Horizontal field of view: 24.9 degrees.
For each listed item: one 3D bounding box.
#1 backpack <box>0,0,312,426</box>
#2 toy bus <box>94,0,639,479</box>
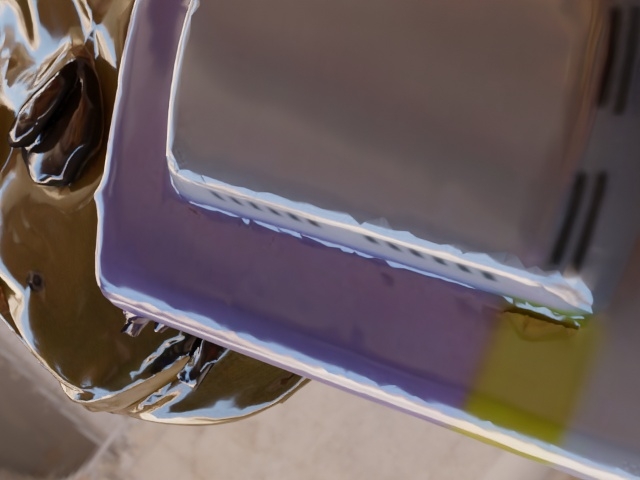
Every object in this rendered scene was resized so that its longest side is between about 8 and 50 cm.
[{"bbox_3d":[-0.104,-0.084,0.833,0.201,0.353,0.378,3,-140,-48],"label":"backpack"},{"bbox_3d":[0.141,-0.018,0.467,0.440,0.209,0.249,18,-174,33],"label":"toy bus"}]
